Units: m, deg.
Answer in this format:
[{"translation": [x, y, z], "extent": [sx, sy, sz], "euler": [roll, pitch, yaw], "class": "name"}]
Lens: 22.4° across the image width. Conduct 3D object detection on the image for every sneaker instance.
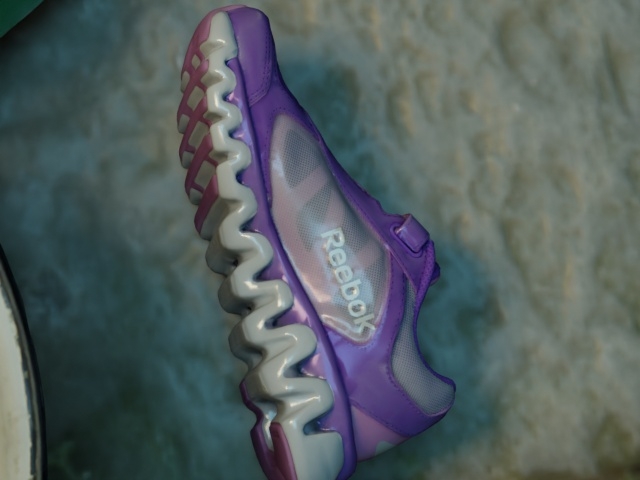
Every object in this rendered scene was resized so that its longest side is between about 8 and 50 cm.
[{"translation": [0.000, 0.000, 0.769], "extent": [0.105, 0.095, 0.236], "euler": [-14, 85, -13], "class": "sneaker"}]

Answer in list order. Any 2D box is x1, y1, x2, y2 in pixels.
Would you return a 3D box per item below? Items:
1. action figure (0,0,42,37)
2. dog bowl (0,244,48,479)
[{"translation": [-0.225, -0.093, 0.781], "extent": [0.137, 0.063, 0.232], "euler": [34, 80, 2], "class": "action figure"}, {"translation": [-0.302, 0.086, 0.671], "extent": [0.408, 0.150, 0.407], "euler": [0, 89, 2], "class": "dog bowl"}]
